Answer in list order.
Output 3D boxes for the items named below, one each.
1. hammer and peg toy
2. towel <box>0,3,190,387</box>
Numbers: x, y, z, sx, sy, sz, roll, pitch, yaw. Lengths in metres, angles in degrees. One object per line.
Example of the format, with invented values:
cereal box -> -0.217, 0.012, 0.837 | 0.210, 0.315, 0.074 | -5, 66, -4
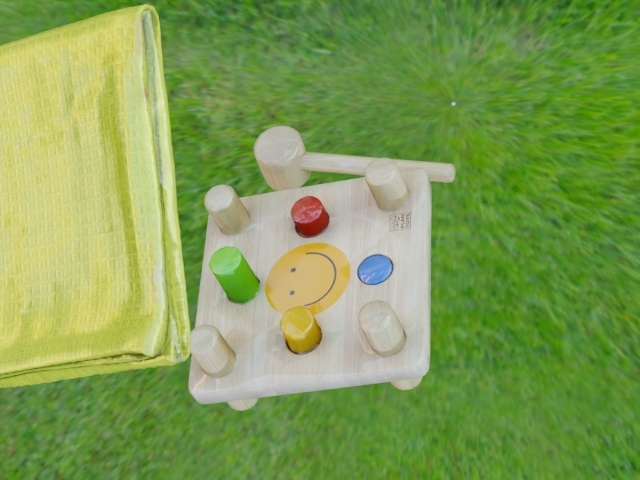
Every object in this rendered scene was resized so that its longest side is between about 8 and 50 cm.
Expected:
hammer and peg toy -> 0.000, 0.000, 1.584 | 0.266, 0.127, 0.361 | -8, 52, 17
towel -> -0.140, 0.000, 0.464 | 0.237, 0.021, 0.102 | -9, 86, 34
